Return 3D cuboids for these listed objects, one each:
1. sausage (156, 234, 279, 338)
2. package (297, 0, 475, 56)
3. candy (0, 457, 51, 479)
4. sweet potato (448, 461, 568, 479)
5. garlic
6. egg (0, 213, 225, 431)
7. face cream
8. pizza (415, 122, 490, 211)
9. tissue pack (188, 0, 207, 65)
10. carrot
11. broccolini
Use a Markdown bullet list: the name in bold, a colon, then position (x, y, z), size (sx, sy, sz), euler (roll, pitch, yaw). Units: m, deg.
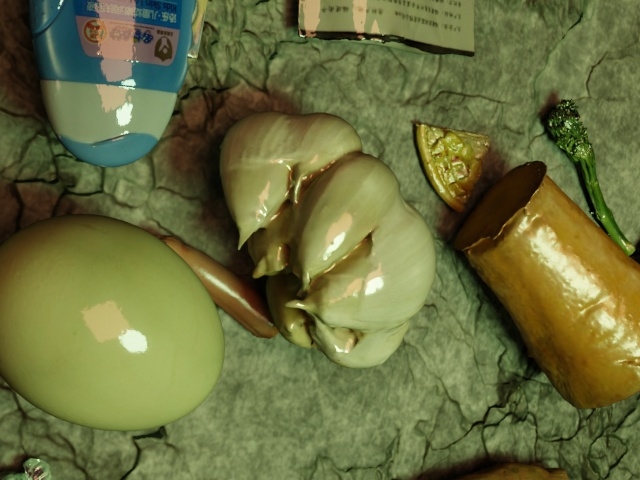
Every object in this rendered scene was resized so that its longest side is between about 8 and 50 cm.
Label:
- **sausage**: position (-0.107, 0.048, 1.010), size (0.040, 0.047, 0.177), euler (-40, 119, 19)
- **package**: position (0.087, -0.316, 1.089), size (0.251, 0.062, 0.204), euler (-2, 95, -33)
- **candy**: position (-0.333, 0.256, 0.903), size (0.175, 0.043, 0.045), euler (-24, 103, -29)
- **sweet potato**: position (0.218, 0.319, 1.181), size (0.251, 0.097, 0.097), euler (8, 89, -31)
- **garlic**: position (0.016, 0.003, 0.973), size (0.203, 0.184, 0.281), euler (-49, 129, -56)
- **egg**: position (-0.194, 0.078, 0.885), size (0.241, 0.186, 0.186), euler (32, 78, -28)
- **face cream**: position (-0.185, -0.197, 0.865), size (0.149, 0.083, 0.264), euler (2, 98, -25)
- **pizza**: position (0.168, -0.105, 1.166), size (0.108, 0.026, 0.123), euler (-36, 109, -25)
- **tissue pack**: position (-0.188, -0.238, 0.941), size (0.148, 0.060, 0.109), euler (10, 88, -28)
- **carrot**: position (0.281, 0.054, 1.155), size (0.254, 0.196, 0.196), euler (42, 73, -17)
- **broccolini**: position (0.355, -0.075, 1.260), size (0.051, 0.054, 0.239), euler (-46, 116, -34)
